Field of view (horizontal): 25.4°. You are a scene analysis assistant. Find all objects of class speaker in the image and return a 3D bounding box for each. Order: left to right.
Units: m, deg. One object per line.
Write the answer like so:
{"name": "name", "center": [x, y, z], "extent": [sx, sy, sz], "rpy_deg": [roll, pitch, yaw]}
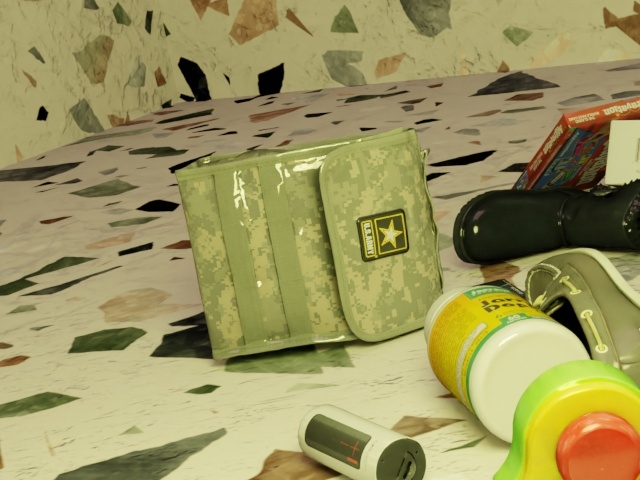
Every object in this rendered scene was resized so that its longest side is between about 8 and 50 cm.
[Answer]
{"name": "speaker", "center": [0.036, 0.187, 1.273], "extent": [0.055, 0.055, 0.136], "rpy_deg": [-18, 16, -28]}

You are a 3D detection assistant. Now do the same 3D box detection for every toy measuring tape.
{"name": "toy measuring tape", "center": [0.153, 0.167, 1.147], "extent": [0.330, 0.121, 0.121], "rpy_deg": [-11, 14, 0]}

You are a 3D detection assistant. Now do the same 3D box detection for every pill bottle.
{"name": "pill bottle", "center": [0.169, 0.109, 1.357], "extent": [0.118, 0.117, 0.208], "rpy_deg": [-13, 13, -9]}

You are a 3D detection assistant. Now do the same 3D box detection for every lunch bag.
{"name": "lunch bag", "center": [0.000, 0.000, 1.673], "extent": [0.287, 0.235, 0.169], "rpy_deg": [-9, 8, 8]}

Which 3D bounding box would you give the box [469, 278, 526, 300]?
{"name": "box", "center": [0.203, 0.070, 1.696], "extent": [0.067, 0.018, 0.083], "rpy_deg": [-12, 14, -10]}

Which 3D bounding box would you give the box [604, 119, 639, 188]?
{"name": "box", "center": [0.487, -0.105, 1.919], "extent": [0.130, 0.091, 0.170], "rpy_deg": [3, -5, 45]}

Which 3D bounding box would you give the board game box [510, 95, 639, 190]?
{"name": "board game box", "center": [0.375, -0.126, 2.043], "extent": [0.145, 0.027, 0.281], "rpy_deg": [-15, -18, -14]}

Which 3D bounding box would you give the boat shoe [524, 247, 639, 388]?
{"name": "boat shoe", "center": [0.261, 0.081, 1.420], "extent": [0.091, 0.109, 0.305], "rpy_deg": [-8, 17, -11]}

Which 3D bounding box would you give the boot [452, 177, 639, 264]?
{"name": "boot", "center": [0.321, -0.025, 1.830], "extent": [0.246, 0.094, 0.207], "rpy_deg": [-13, 9, -36]}
